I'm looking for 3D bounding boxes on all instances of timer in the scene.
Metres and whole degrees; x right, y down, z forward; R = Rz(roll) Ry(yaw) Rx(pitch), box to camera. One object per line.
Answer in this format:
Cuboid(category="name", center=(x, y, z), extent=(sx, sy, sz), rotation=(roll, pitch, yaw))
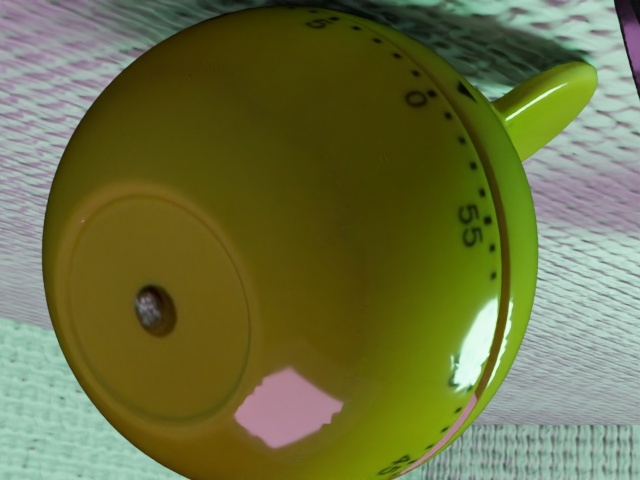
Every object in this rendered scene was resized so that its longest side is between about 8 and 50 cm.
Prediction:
Cuboid(category="timer", center=(0.000, 0.000, 1.069), extent=(0.376, 0.376, 0.387), rotation=(-4, -172, 35))

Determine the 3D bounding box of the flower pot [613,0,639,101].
Cuboid(category="flower pot", center=(0.269, -0.080, 0.876), extent=(0.148, 0.235, 0.235), rotation=(-16, 162, 10))
